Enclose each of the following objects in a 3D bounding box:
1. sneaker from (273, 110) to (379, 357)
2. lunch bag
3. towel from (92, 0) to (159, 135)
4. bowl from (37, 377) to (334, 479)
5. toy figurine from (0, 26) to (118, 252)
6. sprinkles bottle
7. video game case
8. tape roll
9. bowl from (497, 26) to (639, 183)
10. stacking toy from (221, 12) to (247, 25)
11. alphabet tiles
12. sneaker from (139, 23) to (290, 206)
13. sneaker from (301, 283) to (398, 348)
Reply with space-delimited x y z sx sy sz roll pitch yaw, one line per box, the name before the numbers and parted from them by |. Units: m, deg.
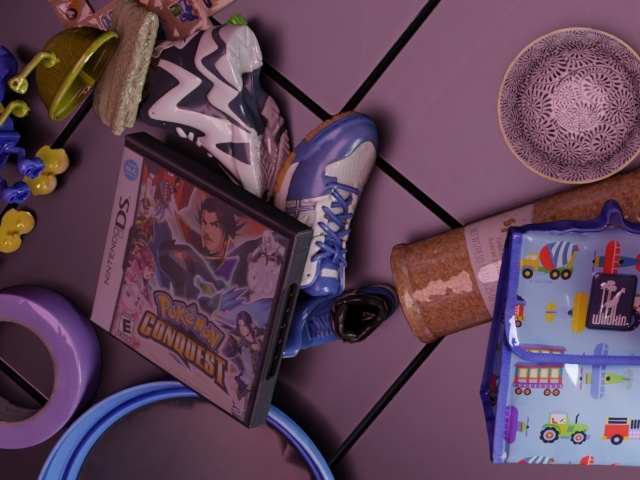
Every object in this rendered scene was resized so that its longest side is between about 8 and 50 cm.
sneaker | 0.000 0.000 1.820 0.131 0.112 0.296 47 117 40
lunch bag | 0.296 0.086 1.707 0.221 0.138 0.293 1 120 -2
towel | -0.228 -0.202 1.861 0.027 0.110 0.148 10 104 -30
bowl | -0.154 0.352 1.936 0.391 0.077 0.391 1 98 11
toy figurine | -0.417 -0.151 1.868 0.217 0.191 0.362 42 117 17
sprinkles bottle | 0.260 0.009 1.781 0.355 0.121 0.121 -19 93 14
video game case | -0.143 0.043 1.832 0.275 0.035 0.248 30 118 32
tape roll | -0.366 0.152 1.953 0.189 0.080 0.189 1 97 12
bowl | 0.284 -0.148 1.774 0.170 0.080 0.170 1 95 14
stacking toy | -0.090 -0.348 1.844 0.221 0.052 0.167 -41 86 12
alphabet tiles | -0.200 -0.265 1.901 0.198 0.009 0.237 -31 91 14
sneaker | -0.131 -0.133 1.861 0.153 0.094 0.235 1 125 30
sneaker | 0.012 0.092 1.862 0.152 0.084 0.058 -16 94 14
